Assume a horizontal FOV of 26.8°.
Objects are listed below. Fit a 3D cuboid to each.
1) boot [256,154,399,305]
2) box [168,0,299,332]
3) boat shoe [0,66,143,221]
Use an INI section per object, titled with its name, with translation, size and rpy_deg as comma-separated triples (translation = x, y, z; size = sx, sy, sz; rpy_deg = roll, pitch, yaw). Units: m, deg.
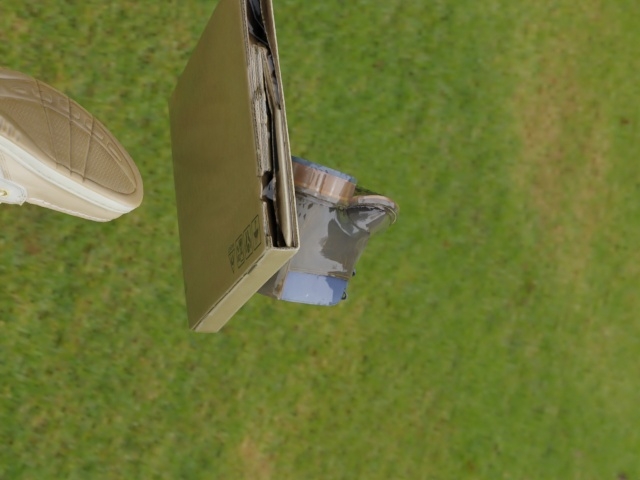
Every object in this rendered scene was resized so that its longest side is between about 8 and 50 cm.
[boot]
translation = 0.000, 0.000, 1.075
size = 0.106, 0.082, 0.219
rpy_deg = -70, 160, -1
[box]
translation = -0.057, -0.046, 0.802
size = 0.021, 0.201, 0.164
rpy_deg = -2, 75, -18
[boat shoe]
translation = -0.167, -0.049, 0.651
size = 0.170, 0.059, 0.063
rpy_deg = 29, 34, -31
